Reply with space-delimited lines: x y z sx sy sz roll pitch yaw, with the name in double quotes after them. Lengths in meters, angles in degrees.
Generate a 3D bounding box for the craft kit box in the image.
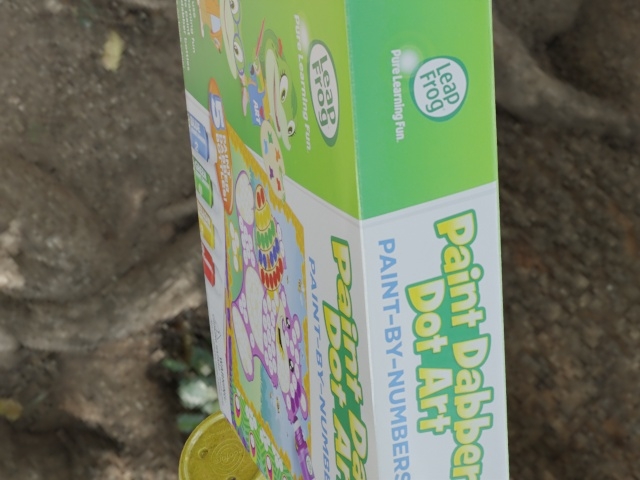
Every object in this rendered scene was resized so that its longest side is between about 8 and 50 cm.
0.000 0.000 0.519 0.061 0.246 0.250 -11 107 -19 "craft kit box"

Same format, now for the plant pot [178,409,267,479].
-0.040 0.160 0.813 0.134 0.134 0.095 -43 135 -4 "plant pot"
